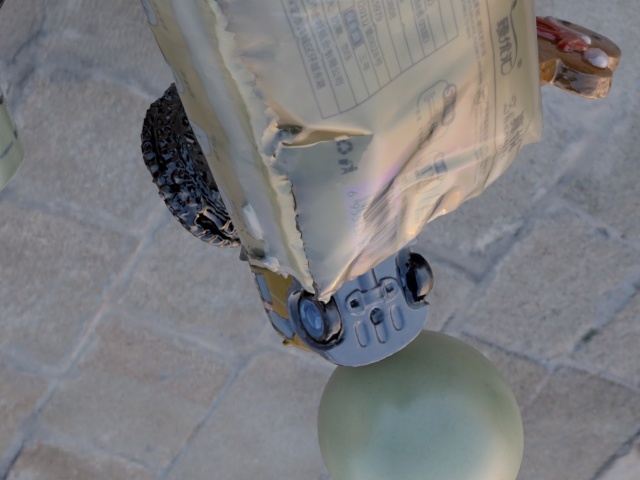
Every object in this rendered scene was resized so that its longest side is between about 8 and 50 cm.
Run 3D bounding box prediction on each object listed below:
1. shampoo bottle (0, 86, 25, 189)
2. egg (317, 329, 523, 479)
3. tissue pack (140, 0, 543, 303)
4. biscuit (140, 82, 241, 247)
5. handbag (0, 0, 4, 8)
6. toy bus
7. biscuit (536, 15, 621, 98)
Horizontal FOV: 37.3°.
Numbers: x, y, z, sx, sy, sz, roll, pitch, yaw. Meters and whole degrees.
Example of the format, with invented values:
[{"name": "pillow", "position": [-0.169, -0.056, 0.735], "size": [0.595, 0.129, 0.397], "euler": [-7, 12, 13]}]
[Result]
[{"name": "shampoo bottle", "position": [-0.397, -0.204, 0.945], "size": [0.078, 0.134, 0.359], "euler": [1, 132, 11]}, {"name": "egg", "position": [0.101, 0.187, 0.920], "size": [0.189, 0.188, 0.253], "euler": [-29, 144, 11]}, {"name": "tissue pack", "position": [0.025, -0.113, 0.519], "size": [0.215, 0.123, 0.256], "euler": [-37, 140, -20]}, {"name": "biscuit", "position": [-0.118, -0.083, 1.043], "size": [0.053, 0.194, 0.194], "euler": [-27, 127, 28]}, {"name": "handbag", "position": [-0.316, -0.205, 0.641], "size": [0.302, 0.275, 0.178], "euler": [-2, 145, 42]}, {"name": "toy bus", "position": [0.000, 0.000, 0.823], "size": [0.126, 0.136, 0.209], "euler": [-21, 100, -33]}, {"name": "biscuit", "position": [0.210, -0.210, 1.001], "size": [0.324, 0.205, 0.049], "euler": [-8, 127, -41]}]
